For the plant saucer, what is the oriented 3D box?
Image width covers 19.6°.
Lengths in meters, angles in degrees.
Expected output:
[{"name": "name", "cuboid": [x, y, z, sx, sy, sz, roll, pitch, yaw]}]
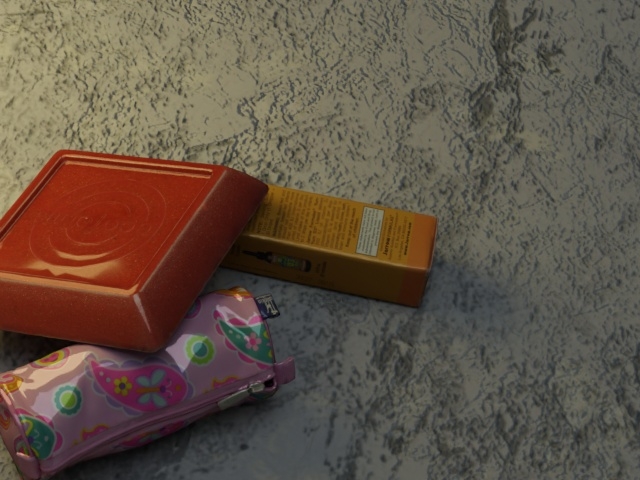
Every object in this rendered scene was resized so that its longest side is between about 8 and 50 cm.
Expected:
[{"name": "plant saucer", "cuboid": [-0.219, -0.006, 1.841, 0.258, 0.047, 0.259, 7, 43, 25]}]

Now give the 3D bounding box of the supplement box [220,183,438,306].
[{"name": "supplement box", "cuboid": [0.000, 0.000, 1.927, 0.233, 0.078, 0.080, 10, 57, -1]}]

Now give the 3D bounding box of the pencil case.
[{"name": "pencil case", "cuboid": [-0.173, 0.139, 1.790, 0.284, 0.124, 0.124, -19, 62, -20]}]
